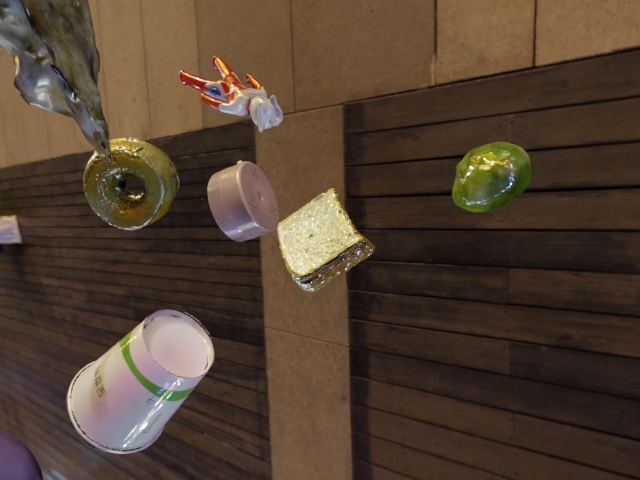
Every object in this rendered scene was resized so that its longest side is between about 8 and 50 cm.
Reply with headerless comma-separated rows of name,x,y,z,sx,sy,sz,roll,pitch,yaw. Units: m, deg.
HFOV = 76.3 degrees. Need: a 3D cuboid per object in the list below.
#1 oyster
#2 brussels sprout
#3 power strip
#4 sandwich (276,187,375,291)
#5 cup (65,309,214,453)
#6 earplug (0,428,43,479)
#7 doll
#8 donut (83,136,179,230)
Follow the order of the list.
oyster,-0.250,-0.197,0.317,0.166,0.094,0.294,11,141,24
brussels sprout,0.362,-0.135,0.868,0.144,0.181,0.161,26,125,6
power strip,-0.152,-0.079,0.816,0.078,0.154,0.154,-18,85,20
sandwich,0.000,0.000,1.100,0.226,0.087,0.251,-33,42,5
cup,-0.411,0.317,0.968,0.274,0.253,0.253,-46,69,18
earplug,-0.440,0.174,0.319,0.215,0.215,0.456,-7,133,38
doll,-0.251,-0.437,1.217,0.384,0.188,0.099,40,152,28
donut,-0.535,-0.148,1.142,0.272,0.107,0.272,-1,120,-2
